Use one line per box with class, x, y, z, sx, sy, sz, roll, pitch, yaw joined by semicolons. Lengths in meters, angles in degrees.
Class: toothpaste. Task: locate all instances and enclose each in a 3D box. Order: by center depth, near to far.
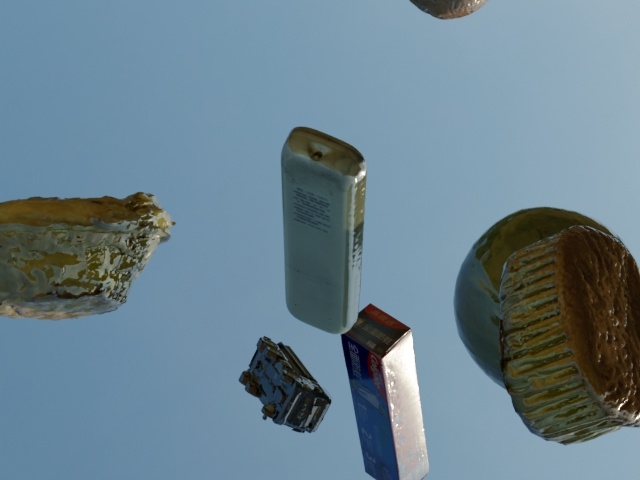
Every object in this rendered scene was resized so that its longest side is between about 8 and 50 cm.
toothpaste;0.089;0.221;1.942;0.076;0.320;0.066;32;-122;32

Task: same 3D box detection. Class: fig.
fig;0.358;0.114;2.167;0.316;0.316;0.316;19;-146;-14

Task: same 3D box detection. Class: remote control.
remote control;0.001;0.000;1.496;0.090;0.309;0.038;22;-124;16

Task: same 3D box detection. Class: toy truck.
toy truck;-0.051;0.197;1.987;0.088;0.074;0.202;25;-172;-25

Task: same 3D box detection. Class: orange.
orange;0.101;-0.212;1.118;0.085;0.085;0.085;19;-146;-14

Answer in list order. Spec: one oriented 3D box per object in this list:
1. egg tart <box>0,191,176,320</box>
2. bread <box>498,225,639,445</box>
egg tart;-0.337;0.026;1.798;0.341;0.341;0.132;2;-103;-35
bread;0.318;0.115;1.759;0.227;0.142;0.253;28;-125;-38
